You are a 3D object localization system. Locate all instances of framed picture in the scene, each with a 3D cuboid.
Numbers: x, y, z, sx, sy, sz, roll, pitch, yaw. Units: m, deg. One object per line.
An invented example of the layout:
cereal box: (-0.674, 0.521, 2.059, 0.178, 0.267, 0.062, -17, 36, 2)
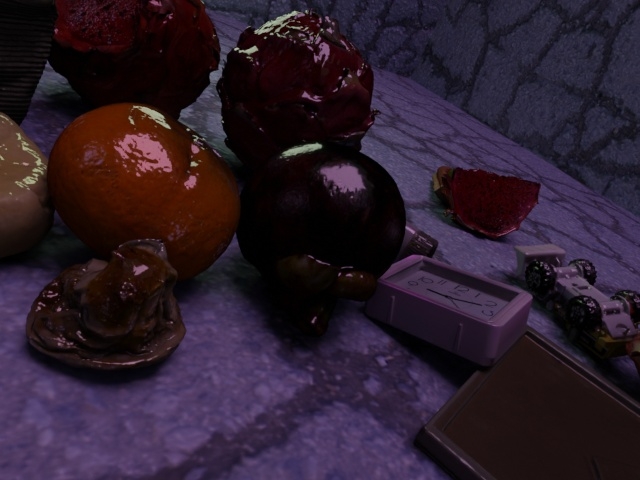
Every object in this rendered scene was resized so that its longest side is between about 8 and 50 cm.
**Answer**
framed picture: (0.363, 0.291, 0.605, 0.446, 0.028, 0.326, 38, 35, 25)

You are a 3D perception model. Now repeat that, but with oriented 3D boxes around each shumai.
shumai: (-0.189, 0.052, 0.513, 0.146, 0.116, 0.145, 19, 25, -9)

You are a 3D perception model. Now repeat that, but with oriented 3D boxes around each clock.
clock: (0.180, 0.091, 0.764, 0.197, 0.063, 0.150, 20, 24, 34)

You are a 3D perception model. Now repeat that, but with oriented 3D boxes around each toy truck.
toy truck: (0.480, 0.107, 1.020, 0.136, 0.111, 0.286, -2, 31, -17)

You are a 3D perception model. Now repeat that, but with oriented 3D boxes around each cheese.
cheese: (-0.395, -0.064, 0.562, 0.226, 0.117, 0.214, 8, 35, -40)

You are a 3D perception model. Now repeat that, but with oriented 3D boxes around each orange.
orange: (-0.196, -0.059, 0.621, 0.224, 0.170, 0.224, 45, 4, -4)

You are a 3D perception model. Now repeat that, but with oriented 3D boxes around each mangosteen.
mangosteen: (0.000, 0.000, 0.697, 0.228, 0.228, 0.265, 14, 56, -22)

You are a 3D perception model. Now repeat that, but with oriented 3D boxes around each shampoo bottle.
shampoo bottle: (0.091, -0.022, 0.943, 0.227, 0.086, 0.056, 33, 28, 19)

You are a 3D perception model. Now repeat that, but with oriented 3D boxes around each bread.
bread: (0.358, -0.143, 1.440, 0.119, 0.067, 0.192, 19, 23, 5)

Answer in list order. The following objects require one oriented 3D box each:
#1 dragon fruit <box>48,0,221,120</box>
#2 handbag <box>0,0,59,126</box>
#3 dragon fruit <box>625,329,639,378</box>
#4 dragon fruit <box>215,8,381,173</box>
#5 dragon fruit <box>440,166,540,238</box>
dragon fruit: (-0.339, -0.366, 0.986, 0.295, 0.295, 0.302, 43, 3, 34)
handbag: (-0.547, -0.282, 0.698, 0.247, 0.240, 0.341, 41, 29, 29)
dragon fruit: (0.613, 0.199, 0.780, 0.386, 0.249, 0.371, 24, 30, -18)
dragon fruit: (-0.047, -0.260, 1.032, 0.329, 0.329, 0.329, 20, 26, -10)
dragon fruit: (0.388, -0.088, 1.321, 0.274, 0.161, 0.126, 7, 1, -18)
